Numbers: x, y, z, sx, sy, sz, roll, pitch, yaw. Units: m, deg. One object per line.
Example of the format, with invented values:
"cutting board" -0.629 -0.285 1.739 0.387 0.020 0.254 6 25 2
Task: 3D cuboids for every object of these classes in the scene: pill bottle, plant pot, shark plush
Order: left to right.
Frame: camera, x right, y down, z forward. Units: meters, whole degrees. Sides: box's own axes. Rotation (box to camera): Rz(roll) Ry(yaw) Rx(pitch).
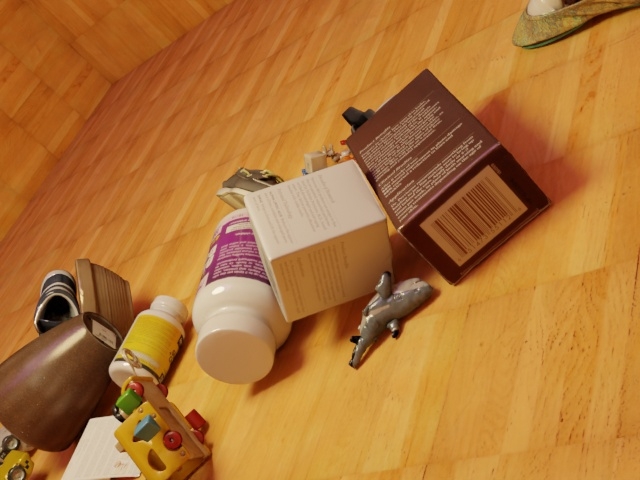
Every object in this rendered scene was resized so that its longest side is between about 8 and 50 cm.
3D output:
"plant pot" -0.496 0.256 1.811 0.230 0.215 0.215 -45 25 11
"plant pot" -0.462 0.152 1.997 0.110 0.237 0.237 -7 21 -15
"pill bottle" -0.324 0.199 1.783 0.103 0.103 0.184 -20 35 42
"pill bottle" -0.124 0.092 1.561 0.169 0.169 0.301 -33 28 26
"shark plush" 0.091 0.114 1.342 0.161 0.073 0.067 -46 55 -10

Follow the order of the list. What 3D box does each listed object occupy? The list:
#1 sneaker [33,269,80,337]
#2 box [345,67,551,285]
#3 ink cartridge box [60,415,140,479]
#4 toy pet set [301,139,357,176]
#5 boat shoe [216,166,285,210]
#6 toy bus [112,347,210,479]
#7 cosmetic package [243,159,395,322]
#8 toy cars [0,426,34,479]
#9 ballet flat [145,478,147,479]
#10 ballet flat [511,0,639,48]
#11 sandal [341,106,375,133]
"sneaker" -0.546 0.214 1.936 0.099 0.282 0.153 -3 13 -15
"box" 0.181 -0.111 1.438 0.191 0.143 0.381 -41 27 11
"ink cartridge box" -0.366 0.381 1.674 0.179 0.045 0.145 -9 40 25
"toy pet set" 0.028 -0.146 1.837 0.114 0.065 0.122 -15 22 -18
"boat shoe" -0.129 -0.105 1.930 0.091 0.109 0.305 -56 23 -10
"toy bus" -0.272 0.297 1.455 0.104 0.191 0.202 -44 26 4
"cosmetic package" 0.000 0.000 1.416 0.184 0.151 0.151 -19 47 -7
"toy cars" -0.623 0.457 1.887 0.176 0.087 0.393 -34 24 14
"ballet flat" -0.267 0.385 1.500 0.041 0.041 0.114 -47 26 -3
"ballet flat" 0.437 -0.419 1.527 0.349 0.123 0.123 -10 43 51
"sandal" 0.093 -0.201 1.764 0.054 0.097 0.254 -45 15 -1
